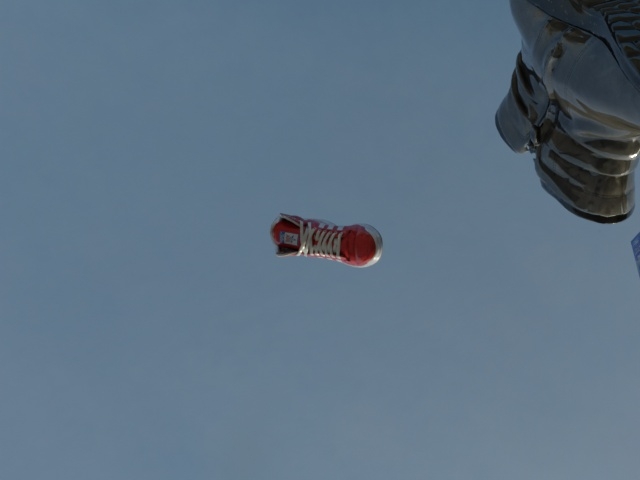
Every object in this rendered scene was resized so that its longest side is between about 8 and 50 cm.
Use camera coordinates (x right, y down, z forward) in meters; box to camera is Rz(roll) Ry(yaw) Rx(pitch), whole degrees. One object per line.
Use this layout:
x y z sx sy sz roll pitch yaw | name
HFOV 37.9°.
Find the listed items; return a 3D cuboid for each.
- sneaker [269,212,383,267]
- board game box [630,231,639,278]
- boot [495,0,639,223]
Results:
0.000 0.000 0.857 0.118 0.067 0.042 11 -83 53 | sneaker
0.226 0.018 0.571 0.020 0.090 0.090 0 -119 -9 | board game box
0.248 -0.094 0.731 0.118 0.223 0.338 -15 -137 -7 | boot
